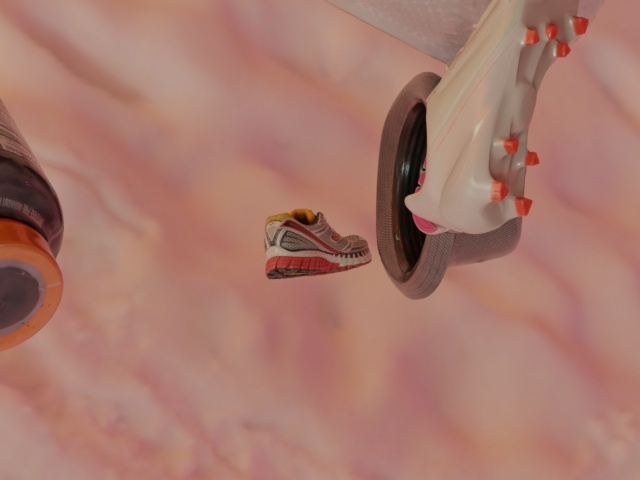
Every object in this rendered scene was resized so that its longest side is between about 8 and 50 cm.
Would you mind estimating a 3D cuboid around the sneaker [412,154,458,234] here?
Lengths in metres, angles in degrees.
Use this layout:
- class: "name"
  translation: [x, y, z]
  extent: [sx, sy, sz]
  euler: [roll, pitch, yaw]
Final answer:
- class: "sneaker"
  translation: [0.142, -0.081, 1.303]
  extent: [0.063, 0.170, 0.074]
  euler: [16, -2, 40]

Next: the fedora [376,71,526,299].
- class: "fedora"
  translation: [0.149, -0.056, 1.482]
  extent: [0.124, 0.275, 0.244]
  euler: [3, 85, -10]

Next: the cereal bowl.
- class: "cereal bowl"
  translation: [0.101, -0.263, 1.344]
  extent: [0.339, 0.141, 0.339]
  euler: [27, 8, -4]

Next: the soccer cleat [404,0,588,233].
- class: "soccer cleat"
  translation: [0.101, -0.099, 0.804]
  extent: [0.068, 0.076, 0.196]
  euler: [32, 71, -48]

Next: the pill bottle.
- class: "pill bottle"
  translation: [-0.253, -0.033, 0.920]
  extent: [0.130, 0.130, 0.246]
  euler: [-5, 39, -31]

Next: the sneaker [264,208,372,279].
- class: "sneaker"
  translation: [0.000, 0.000, 1.880]
  extent: [0.225, 0.088, 0.093]
  euler: [1, 79, -62]
